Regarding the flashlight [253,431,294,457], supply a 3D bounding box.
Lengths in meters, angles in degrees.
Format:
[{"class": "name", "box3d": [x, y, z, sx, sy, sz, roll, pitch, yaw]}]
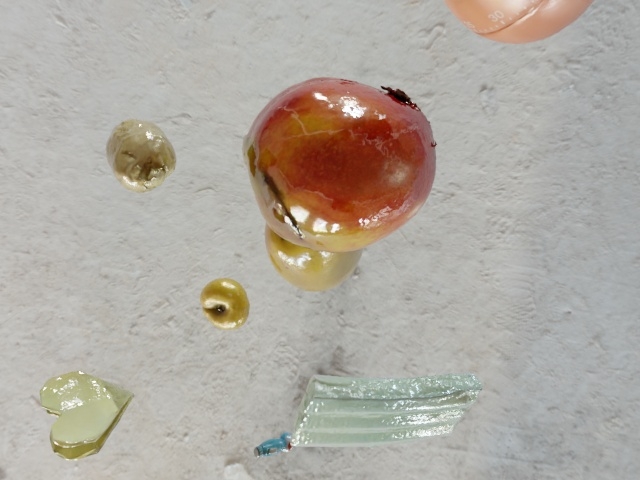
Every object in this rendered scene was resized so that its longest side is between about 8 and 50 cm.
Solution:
[{"class": "flashlight", "box3d": [-0.119, 0.533, 1.291, 0.129, 0.051, 0.051, 3, 96, -45]}]

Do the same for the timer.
[{"class": "timer", "box3d": [0.281, -0.403, 0.701, 0.214, 0.229, 0.230, 20, 94, -30]}]

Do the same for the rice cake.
[{"class": "rice cake", "box3d": [0.083, 0.214, 0.625, 0.236, 0.043, 0.127, 3, 132, -17]}]

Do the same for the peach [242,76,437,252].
[{"class": "peach", "box3d": [0.040, -0.155, 0.983, 0.369, 0.370, 0.371, 0, 95, -3]}]

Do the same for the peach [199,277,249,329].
[{"class": "peach", "box3d": [-0.311, 0.204, 1.614, 0.179, 0.103, 0.180, 11, 115, 24]}]

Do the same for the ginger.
[{"class": "ginger", "box3d": [-0.392, -0.187, 1.092, 0.138, 0.267, 0.152, -41, 116, -6]}]

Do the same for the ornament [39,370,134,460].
[{"class": "ornament", "box3d": [-0.495, 0.358, 1.077, 0.180, 0.201, 0.059, -11, 129, -34]}]

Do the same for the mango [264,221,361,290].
[{"class": "mango", "box3d": [0.000, 0.000, 1.420, 0.232, 0.446, 0.300, 36, 82, 25]}]
